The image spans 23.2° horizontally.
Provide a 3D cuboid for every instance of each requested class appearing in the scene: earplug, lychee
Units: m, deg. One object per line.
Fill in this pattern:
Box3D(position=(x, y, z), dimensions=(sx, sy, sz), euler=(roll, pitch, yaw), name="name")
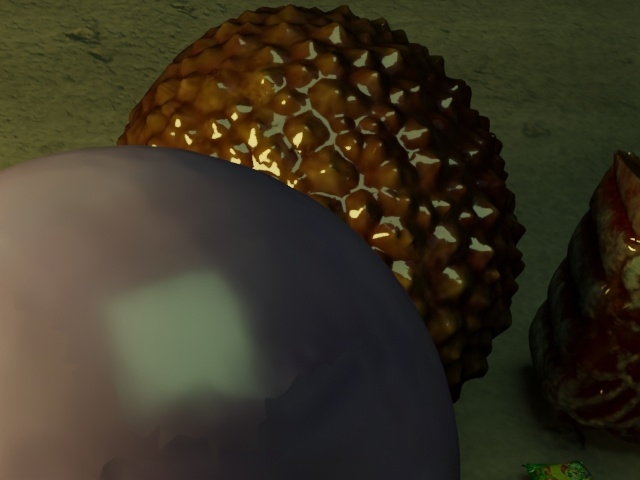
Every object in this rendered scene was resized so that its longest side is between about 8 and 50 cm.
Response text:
Box3D(position=(-0.081, 0.171, 0.489), dimensions=(0.215, 0.456, 0.215), euler=(10, 38, -8), name="earplug")
Box3D(position=(0.000, 0.000, 0.921), dimensions=(0.267, 0.267, 0.267), euler=(12, 36, -9), name="lychee")

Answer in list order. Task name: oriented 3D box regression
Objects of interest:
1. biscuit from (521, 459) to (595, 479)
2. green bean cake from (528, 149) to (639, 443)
Box3D(position=(0.166, 0.169, 0.973), dimensions=(0.046, 0.016, 0.089), euler=(-6, 42, -29), name="biscuit")
Box3D(position=(0.266, 0.053, 1.023), dimensions=(0.232, 0.199, 0.097), euler=(14, 37, -14), name="green bean cake")
